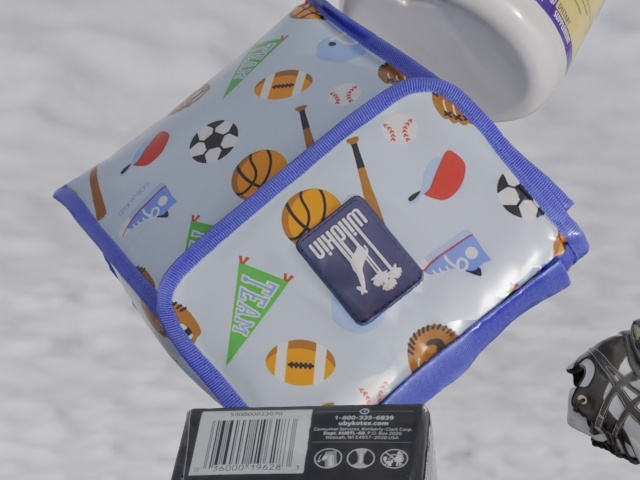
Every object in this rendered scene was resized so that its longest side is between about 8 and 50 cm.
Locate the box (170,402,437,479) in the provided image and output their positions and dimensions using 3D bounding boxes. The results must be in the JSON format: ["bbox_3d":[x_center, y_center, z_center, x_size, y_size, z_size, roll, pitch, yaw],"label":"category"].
[{"bbox_3d":[-0.001,0.251,1.052,0.165,0.143,0.270,-1,127,9],"label":"box"}]

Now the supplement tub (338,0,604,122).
[{"bbox_3d":[0.190,-0.311,1.625,0.241,0.331,0.241,25,156,12],"label":"supplement tub"}]

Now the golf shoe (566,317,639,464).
[{"bbox_3d":[0.237,0.144,1.221,0.094,0.198,0.077,-21,118,13],"label":"golf shoe"}]

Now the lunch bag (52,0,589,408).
[{"bbox_3d":[0.000,0.000,1.394,0.385,0.328,0.239,46,172,45],"label":"lunch bag"}]
